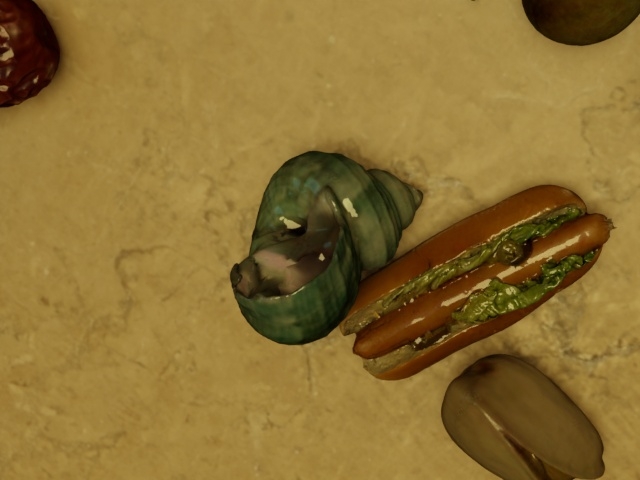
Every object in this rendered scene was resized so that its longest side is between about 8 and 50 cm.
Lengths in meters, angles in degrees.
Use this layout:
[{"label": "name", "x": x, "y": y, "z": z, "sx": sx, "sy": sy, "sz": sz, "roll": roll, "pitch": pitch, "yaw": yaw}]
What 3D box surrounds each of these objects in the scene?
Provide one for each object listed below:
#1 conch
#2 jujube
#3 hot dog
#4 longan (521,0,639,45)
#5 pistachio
[{"label": "conch", "x": 0.000, "y": 0.000, "z": 1.500, "sx": 0.277, "sy": 0.220, "sz": 0.195, "roll": -25, "pitch": 96, "yaw": -27}, {"label": "jujube", "x": -0.428, "y": -0.214, "z": 1.567, "sx": 0.230, "sy": 0.155, "sz": 0.155, "roll": -15, "pitch": 96, "yaw": 6}, {"label": "hot dog", "x": 0.177, "y": 0.045, "z": 1.524, "sx": 0.337, "sy": 0.100, "sz": 0.135, "roll": -29, "pitch": 92, "yaw": 13}, {"label": "longan", "x": 0.277, "y": -0.286, "z": 1.422, "sx": 0.145, "sy": 0.176, "sz": 0.154, "roll": -6, "pitch": 99, "yaw": 49}, {"label": "pistachio", "x": 0.232, "y": 0.219, "z": 1.528, "sx": 0.206, "sy": 0.131, "sz": 0.129, "roll": 40, "pitch": 111, "yaw": -3}]
